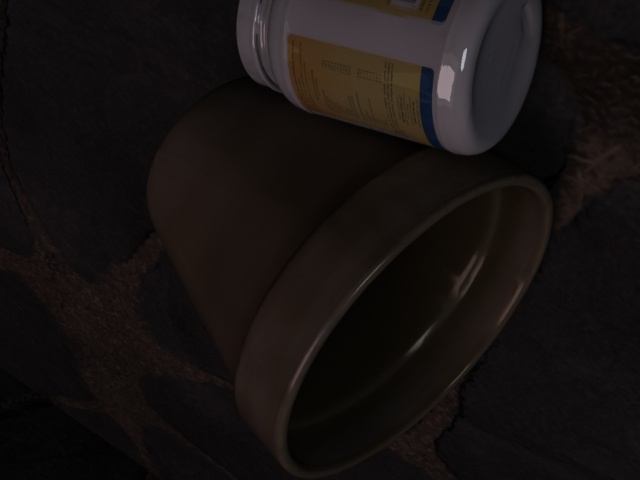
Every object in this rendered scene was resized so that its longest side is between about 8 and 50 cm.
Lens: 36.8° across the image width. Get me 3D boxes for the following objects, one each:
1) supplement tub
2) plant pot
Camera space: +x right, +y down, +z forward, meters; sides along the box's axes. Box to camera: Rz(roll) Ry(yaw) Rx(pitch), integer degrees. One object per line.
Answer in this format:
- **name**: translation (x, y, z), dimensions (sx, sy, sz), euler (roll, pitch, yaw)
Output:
- **supplement tub**: translation (0.051, -0.155, 0.732), dimensions (0.199, 0.144, 0.144), euler (20, 143, 28)
- **plant pot**: translation (0.000, 0.000, 0.870), dimensions (0.280, 0.323, 0.323), euler (42, 152, 29)
